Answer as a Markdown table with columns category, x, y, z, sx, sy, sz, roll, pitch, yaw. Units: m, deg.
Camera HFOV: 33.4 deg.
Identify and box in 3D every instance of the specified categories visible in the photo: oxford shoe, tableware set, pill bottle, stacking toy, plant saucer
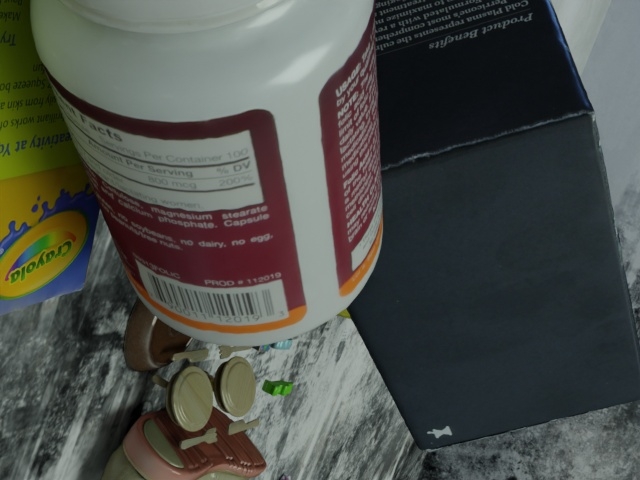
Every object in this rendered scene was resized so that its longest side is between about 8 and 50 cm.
| category | x | y | z | sx | sy | sz | roll | pitch | yaw |
| --- | --- | --- | --- | --- | --- | --- | --- | --- | --- |
| oxford shoe | -0.204 | 0.326 | 1.537 | 0.146 | 0.140 | 0.397 | -46 | 158 | 8 |
| tableware set | -0.156 | 0.212 | 1.478 | 0.194 | 0.039 | 0.128 | -2 | 86 | -60 |
| pill bottle | -0.071 | -0.113 | 0.748 | 0.224 | 0.224 | 0.392 | -55 | 157 | -28 |
| stacking toy | -0.096 | 0.148 | 1.605 | 0.221 | 0.052 | 0.166 | 12 | 102 | -51 |
| plant saucer | -0.197 | 0.102 | 1.411 | 0.168 | 0.029 | 0.168 | -50 | 154 | -36 |

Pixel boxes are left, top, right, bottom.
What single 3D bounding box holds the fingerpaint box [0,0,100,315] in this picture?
| category | x | y | z | sx | sy | sz | roll | pitch | yaw |
| --- | --- | --- | --- | --- | --- | --- | --- | --- | --- |
| fingerpaint box | -0.321 | -0.108 | 0.689 | 0.445 | 0.163 | 0.371 | -25 | 133 | -61 |

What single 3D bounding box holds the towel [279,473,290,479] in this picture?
| category | x | y | z | sx | sy | sz | roll | pitch | yaw |
| --- | --- | --- | --- | --- | --- | --- | --- | --- | --- |
| towel | -0.118 | 0.564 | 2.103 | 0.197 | 0.029 | 0.144 | -43 | 149 | -52 |

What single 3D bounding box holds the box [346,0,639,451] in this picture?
| category | x | y | z | sx | sy | sz | roll | pitch | yaw |
| --- | --- | --- | --- | --- | --- | --- | --- | --- | --- |
| box | 0.159 | -0.093 | 1.255 | 0.479 | 0.298 | 0.471 | 63 | 17 | -45 |

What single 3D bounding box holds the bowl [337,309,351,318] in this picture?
| category | x | y | z | sx | sy | sz | roll | pitch | yaw |
| --- | --- | --- | --- | --- | --- | --- | --- | --- | --- |
| bowl | 0.000 | 0.000 | 1.557 | 0.289 | 0.156 | 0.289 | 61 | 13 | -25 |
